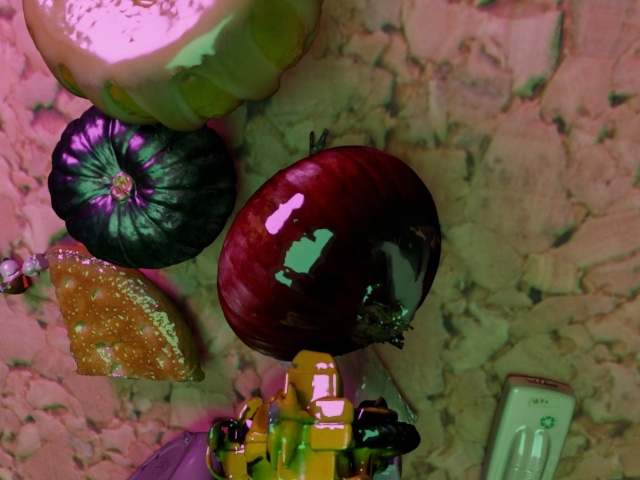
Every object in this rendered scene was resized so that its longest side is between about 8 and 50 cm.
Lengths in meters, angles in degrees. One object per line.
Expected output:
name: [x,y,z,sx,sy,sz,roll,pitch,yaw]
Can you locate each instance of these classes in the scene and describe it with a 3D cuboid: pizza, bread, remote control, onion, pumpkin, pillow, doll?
pizza: [-0.296,0.127,0.759,0.292,0.058,0.197,38,110,1]
bread: [-0.153,-0.261,0.538,0.333,0.160,0.332,-4,76,16]
remote control: [0.273,0.296,0.700,0.090,0.049,0.230,9,105,6]
onion: [0.000,0.000,0.583,0.273,0.273,0.285,-45,60,18]
pumpkin: [-0.213,-0.070,0.634,0.221,0.162,0.220,0,99,1]
pillow: [0.027,0.193,0.718,0.128,0.051,0.229,-32,99,9]
doll: [-0.444,0.051,0.777,0.085,0.040,0.058,-7,94,13]

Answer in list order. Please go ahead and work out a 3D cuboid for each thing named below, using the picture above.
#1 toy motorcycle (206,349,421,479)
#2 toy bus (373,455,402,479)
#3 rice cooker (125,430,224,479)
toy motorcycle: [-0.025,0.228,0.578,0.206,0.342,0.142,-1,63,-11]
toy bus: [0.052,0.327,0.749,0.131,0.052,0.036,-9,106,13]
rice cooker: [-0.167,0.474,0.696,0.335,0.335,0.325,-40,96,18]
